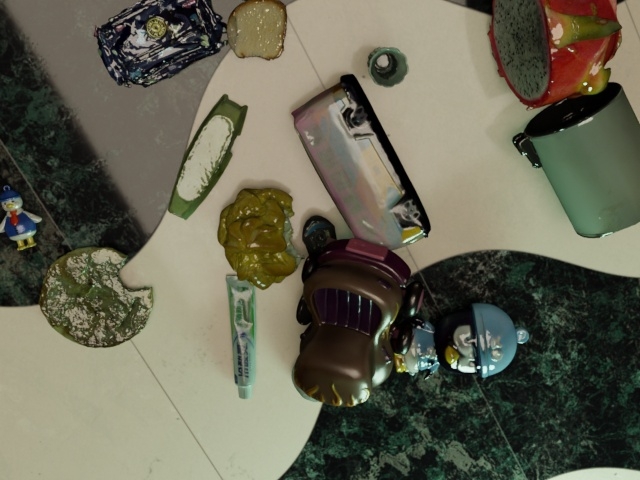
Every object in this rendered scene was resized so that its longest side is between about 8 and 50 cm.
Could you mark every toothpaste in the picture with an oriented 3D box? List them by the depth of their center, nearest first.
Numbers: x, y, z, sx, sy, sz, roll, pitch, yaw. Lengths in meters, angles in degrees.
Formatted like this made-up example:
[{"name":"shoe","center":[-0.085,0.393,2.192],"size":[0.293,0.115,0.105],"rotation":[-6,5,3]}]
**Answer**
[{"name":"toothpaste","center":[-0.179,0.225,1.768],"size":[0.075,0.048,0.296],"rotation":[-1,102,-5]}]

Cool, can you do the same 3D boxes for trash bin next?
[{"name":"trash bin","center":[0.594,-0.173,1.633],"size":[0.277,0.217,0.262],"rotation":[-28,106,14]}]

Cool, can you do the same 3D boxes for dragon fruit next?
[{"name":"dragon fruit","center":[0.495,-0.426,1.529],"size":[0.226,0.305,0.305],"rotation":[-13,106,-8]}]

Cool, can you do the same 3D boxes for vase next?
[{"name":"vase","center":[0.133,-0.366,1.579],"size":[0.081,0.148,0.081],"rotation":[-1,109,-2]}]

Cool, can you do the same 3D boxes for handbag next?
[{"name":"handbag","center":[-0.325,-0.417,1.549],"size":[0.260,0.113,0.162],"rotation":[-28,112,-5]}]

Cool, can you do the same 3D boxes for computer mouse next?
[{"name":"computer mouse","center":[0.000,0.000,1.720],"size":[0.079,0.047,0.135],"rotation":[-24,117,-4]}]

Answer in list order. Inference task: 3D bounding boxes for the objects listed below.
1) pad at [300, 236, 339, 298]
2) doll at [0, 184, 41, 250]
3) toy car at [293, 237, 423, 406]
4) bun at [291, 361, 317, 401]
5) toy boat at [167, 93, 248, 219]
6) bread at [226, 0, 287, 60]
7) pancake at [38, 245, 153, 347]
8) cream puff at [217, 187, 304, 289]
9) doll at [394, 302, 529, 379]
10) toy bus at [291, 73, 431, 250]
[{"name":"pad","center":[0.037,0.079,1.734],"size":[0.113,0.006,0.187],"rotation":[17,123,-10]},{"name":"doll","center":[-0.658,-0.051,1.650],"size":[0.099,0.057,0.142],"rotation":[-14,100,-1]},{"name":"toy car","center":[0.057,0.183,1.615],"size":[0.271,0.240,0.340],"rotation":[15,126,14]},{"name":"bun","center":[0.003,0.318,1.786],"size":[0.141,0.083,0.140],"rotation":[-1,103,-6]},{"name":"toy boat","center":[-0.249,-0.173,1.648],"size":[0.093,0.055,0.293],"rotation":[28,101,-8]},{"name":"bread","center":[-0.133,-0.438,1.579],"size":[0.129,0.044,0.126],"rotation":[-10,116,-34]},{"name":"pancake","center":[-0.509,0.131,1.719],"size":[0.254,0.037,0.253],"rotation":[-1,104,-4]},{"name":"cream puff","center":[-0.137,-0.002,1.644],"size":[0.195,0.194,0.220],"rotation":[-11,102,-2]},{"name":"doll","center":[0.324,0.239,1.762],"size":[0.314,0.141,0.177],"rotation":[-10,106,4]},{"name":"toy bus","center":[0.086,-0.148,1.633],"size":[0.162,0.171,0.386],"rotation":[-27,106,13]}]
